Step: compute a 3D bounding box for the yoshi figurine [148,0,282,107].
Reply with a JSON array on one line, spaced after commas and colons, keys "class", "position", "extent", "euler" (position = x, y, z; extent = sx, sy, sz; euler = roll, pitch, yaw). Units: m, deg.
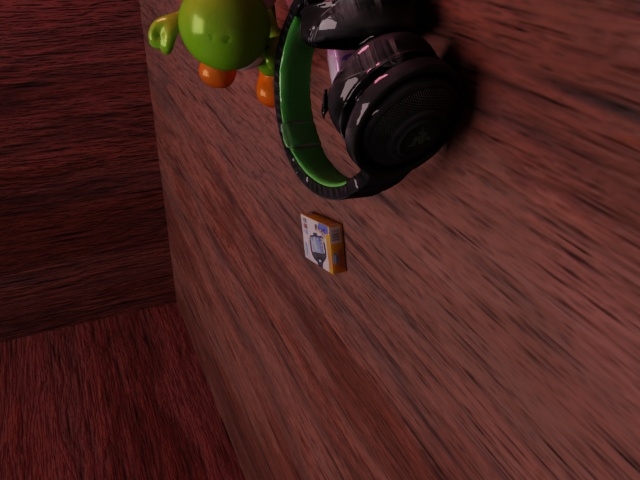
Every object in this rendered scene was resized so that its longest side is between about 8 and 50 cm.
[{"class": "yoshi figurine", "position": [-0.123, -0.279, 0.818], "extent": [0.203, 0.203, 0.362], "euler": [60, 175, 6]}]

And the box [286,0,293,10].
[{"class": "box", "position": [-0.038, -0.448, 0.806], "extent": [0.100, 0.060, 0.244], "euler": [134, 122, -65]}]

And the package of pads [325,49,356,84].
[{"class": "package of pads", "position": [0.037, -0.214, 0.754], "extent": [0.032, 0.050, 0.083], "euler": [179, 81, -69]}]

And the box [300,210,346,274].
[{"class": "box", "position": [0.000, 0.000, 0.994], "extent": [0.136, 0.028, 0.081], "euler": [25, 124, 62]}]

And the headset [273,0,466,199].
[{"class": "headset", "position": [0.035, -0.190, 0.586], "extent": [0.394, 0.185, 0.243], "euler": [-36, 67, 55]}]
